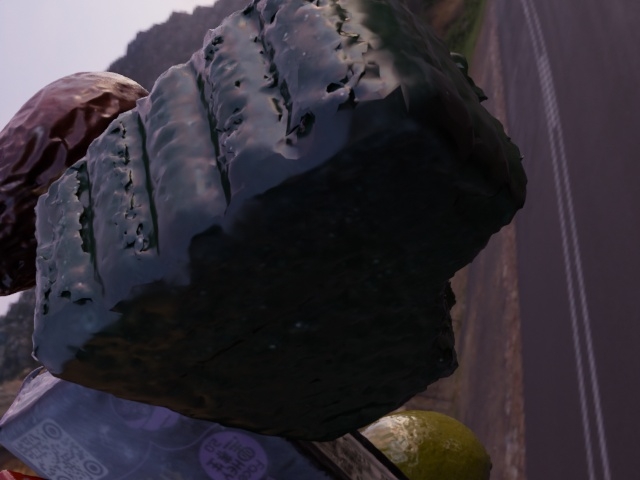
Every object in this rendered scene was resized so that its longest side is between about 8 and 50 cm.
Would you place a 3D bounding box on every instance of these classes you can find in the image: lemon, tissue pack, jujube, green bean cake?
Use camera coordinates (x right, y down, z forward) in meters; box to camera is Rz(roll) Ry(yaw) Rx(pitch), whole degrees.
[{"bbox_3d":[0.141,0.329,1.082,0.184,0.249,0.183,179,90,-69],"label":"lemon"},{"bbox_3d":[-0.106,0.223,0.749,0.259,0.361,0.122,-38,17,27],"label":"tissue pack"},{"bbox_3d":[-0.244,-0.054,0.727,0.236,0.168,0.168,-47,-20,-25],"label":"jujube"},{"bbox_3d":[0.000,0.000,0.544,0.308,0.300,0.169,33,-149,-45],"label":"green bean cake"}]

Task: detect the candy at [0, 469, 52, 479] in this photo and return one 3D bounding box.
[{"bbox_3d":[-0.186,0.191,0.428,0.122,0.038,0.062,-53,-32,-8],"label":"candy"}]
